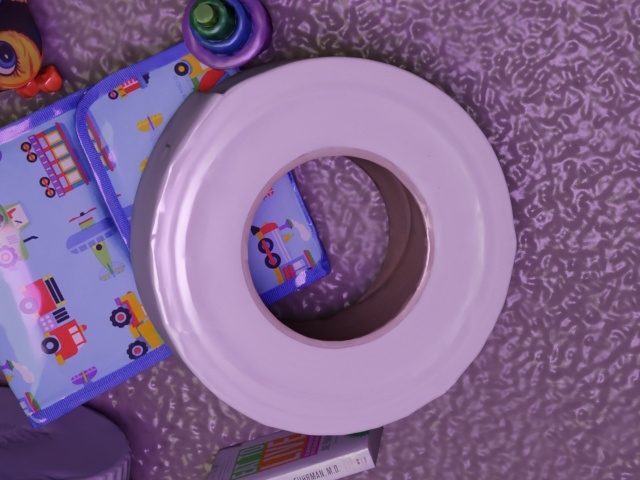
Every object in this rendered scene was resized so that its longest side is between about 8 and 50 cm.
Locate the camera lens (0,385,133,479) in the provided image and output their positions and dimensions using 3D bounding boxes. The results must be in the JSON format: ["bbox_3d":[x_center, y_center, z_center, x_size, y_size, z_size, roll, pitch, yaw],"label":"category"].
[{"bbox_3d":[-0.275,0.282,1.203,0.219,0.219,0.274,12,104,3],"label":"camera lens"}]

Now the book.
[{"bbox_3d":[-0.021,0.185,1.216,0.144,0.096,0.035,-19,100,10],"label":"book"}]

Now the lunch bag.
[{"bbox_3d":[-0.145,-0.021,1.182,0.293,0.138,0.221,-26,98,-3],"label":"lunch bag"}]

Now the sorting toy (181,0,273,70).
[{"bbox_3d":[-0.160,-0.285,1.077,0.127,0.126,0.365,-34,87,6],"label":"sorting toy"}]

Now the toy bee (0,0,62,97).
[{"bbox_3d":[-0.277,-0.178,1.145,0.195,0.162,0.298,21,91,39],"label":"toy bee"}]

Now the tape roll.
[{"bbox_3d":[0.000,0.000,1.118,0.286,0.100,0.286,-2,97,-15],"label":"tape roll"}]
